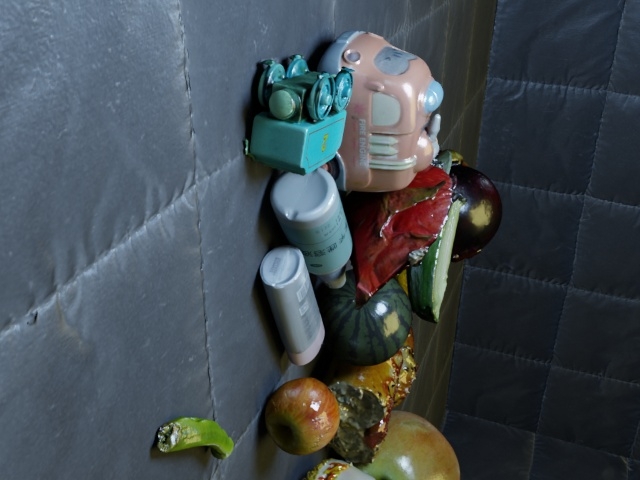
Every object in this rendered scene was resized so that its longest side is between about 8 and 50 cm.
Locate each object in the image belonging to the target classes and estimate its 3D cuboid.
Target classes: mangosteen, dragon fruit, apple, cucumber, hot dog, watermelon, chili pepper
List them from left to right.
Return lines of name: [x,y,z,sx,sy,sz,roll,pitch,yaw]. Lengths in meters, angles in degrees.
chili pepper: [-0.177,0.287,1.043,0.202,0.050,0.052,52,15,-64]
apple: [-0.030,0.325,1.333,0.146,0.146,0.146,11,90,-71]
watermelon: [0.091,0.161,1.495,0.212,0.212,0.212,11,90,-71]
hot dog: [0.135,0.310,1.751,0.367,0.196,0.365,83,22,-49]
dragon fruit: [0.131,-0.064,1.379,0.100,0.282,0.343,43,20,-28]
apple: [0.188,0.634,1.899,0.305,0.338,0.338,-19,119,-55]
cucumber: [0.268,0.038,1.783,0.105,0.145,0.325,21,76,-47]
mangosteen: [0.355,-0.111,2.023,0.307,0.307,0.347,26,46,-71]

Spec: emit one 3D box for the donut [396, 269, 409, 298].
donut: [0.289,0.110,2.188,0.190,0.074,0.174,61,38,-24]

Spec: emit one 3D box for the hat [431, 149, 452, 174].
hat: [0.205,-0.129,1.746,0.257,0.130,0.257,-155,-90,-83]

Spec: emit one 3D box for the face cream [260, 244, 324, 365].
face cream: [-0.045,0.122,1.280,0.269,0.073,0.107,76,34,-52]

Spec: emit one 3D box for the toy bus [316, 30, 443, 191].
toy bus: [0.100,-0.219,1.272,0.194,0.232,0.288,-51,149,-50]

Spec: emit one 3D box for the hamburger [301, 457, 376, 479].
hamburger: [0.020,0.637,1.616,0.294,0.179,0.276,84,28,-49]

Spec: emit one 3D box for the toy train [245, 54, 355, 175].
toy train: [-0.028,-0.191,1.094,0.203,0.112,0.163,-37,141,-60]

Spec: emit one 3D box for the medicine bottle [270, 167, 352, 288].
medicine bottle: [0.000,0.000,1.280,0.352,0.110,0.110,70,36,-61]
